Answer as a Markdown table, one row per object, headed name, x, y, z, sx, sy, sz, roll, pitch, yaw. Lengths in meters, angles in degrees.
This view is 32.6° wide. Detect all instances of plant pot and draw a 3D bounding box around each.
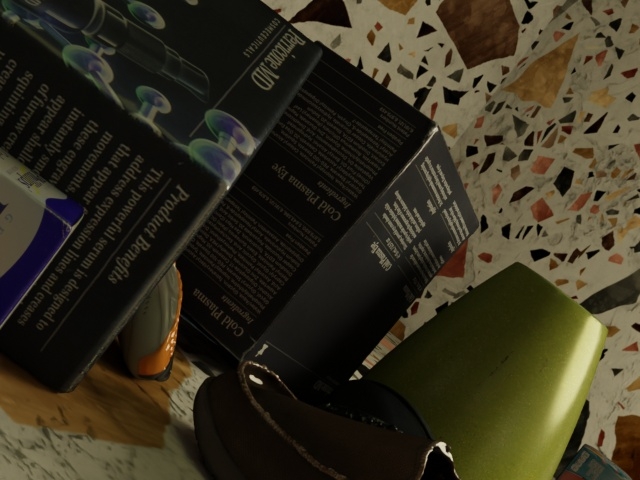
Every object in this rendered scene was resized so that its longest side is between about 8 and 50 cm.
| name | x | y | z | sx | sy | sz | roll | pitch | yaw |
| --- | --- | --- | --- | --- | --- | --- | --- | --- | --- |
| plant pot | 0.200 | 0.181 | 1.305 | 0.275 | 0.293 | 0.275 | 38 | 2 | -2 |

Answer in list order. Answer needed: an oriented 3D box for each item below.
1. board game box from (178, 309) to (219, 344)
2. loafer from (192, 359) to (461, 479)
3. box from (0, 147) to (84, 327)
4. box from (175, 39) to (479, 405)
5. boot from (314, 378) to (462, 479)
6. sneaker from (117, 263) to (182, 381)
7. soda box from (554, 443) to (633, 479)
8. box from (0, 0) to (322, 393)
| name | x | y | z | sx | sy | sz | roll | pitch | yaw |
| --- | --- | --- | --- | --- | --- | --- | --- | --- | --- |
| board game box | -0.179 | 0.063 | 1.125 | 0.169 | 0.033 | 0.133 | 43 | -5 | -30 |
| loafer | 0.048 | 0.191 | 0.777 | 0.366 | 0.130 | 0.134 | 39 | 2 | 37 |
| box | -0.218 | -0.003 | 0.579 | 0.137 | 0.126 | 0.072 | 37 | 1 | -12 |
| box | 0.000 | 0.000 | 1.261 | 0.179 | 0.312 | 0.343 | 38 | -5 | 22 |
| boot | 0.044 | 0.196 | 1.075 | 0.246 | 0.094 | 0.207 | 48 | 4 | 41 |
| sneaker | -0.198 | 0.031 | 0.967 | 0.121 | 0.099 | 0.262 | -1 | 35 | -21 |
| soda box | 0.197 | 0.265 | 0.952 | 0.058 | 0.183 | 0.063 | 38 | 4 | 16 |
| box | -0.236 | -0.140 | 0.784 | 0.395 | 0.212 | 0.293 | 37 | 28 | -8 |
